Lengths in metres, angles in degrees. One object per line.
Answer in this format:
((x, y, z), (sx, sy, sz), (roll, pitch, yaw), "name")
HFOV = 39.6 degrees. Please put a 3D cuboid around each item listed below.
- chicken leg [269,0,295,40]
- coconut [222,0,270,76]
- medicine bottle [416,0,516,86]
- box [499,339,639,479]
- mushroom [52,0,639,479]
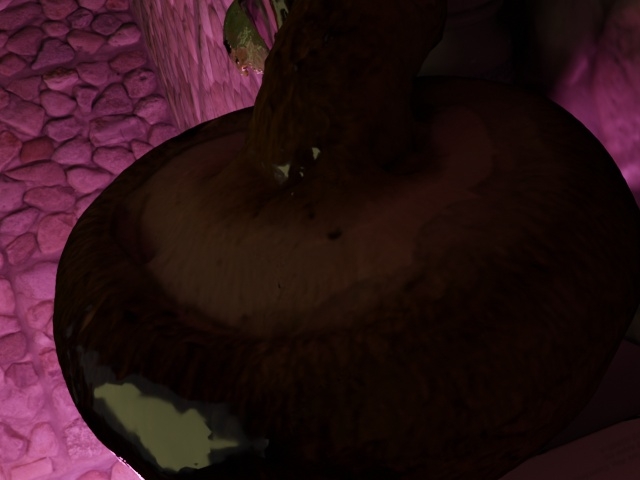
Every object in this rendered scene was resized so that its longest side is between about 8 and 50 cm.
((-0.028, -0.218, 1.103), (0.113, 0.093, 0.304), (10, 111, 56), "chicken leg")
((-0.125, -0.322, 1.412), (0.158, 0.055, 0.133), (-158, 49, -72), "coconut")
((0.088, -0.133, 0.643), (0.105, 0.105, 0.168), (-128, 23, -57), "medicine bottle")
((0.126, 0.136, 0.635), (0.252, 0.203, 0.106), (-151, 43, -72), "box")
((0.010, 0.019, 0.522), (0.239, 0.345, 0.345), (41, 179, -22), "mushroom")
